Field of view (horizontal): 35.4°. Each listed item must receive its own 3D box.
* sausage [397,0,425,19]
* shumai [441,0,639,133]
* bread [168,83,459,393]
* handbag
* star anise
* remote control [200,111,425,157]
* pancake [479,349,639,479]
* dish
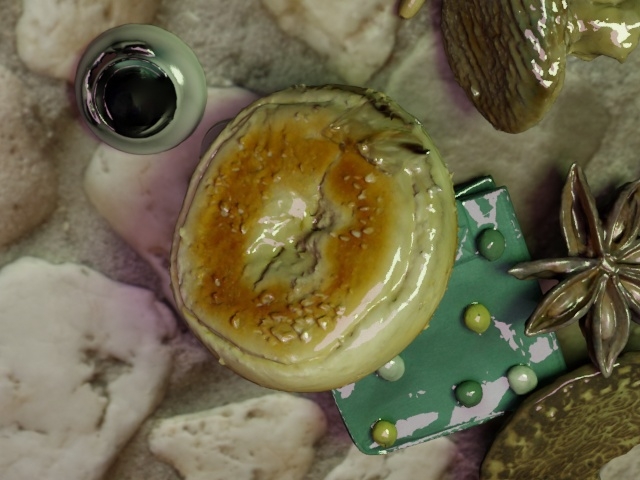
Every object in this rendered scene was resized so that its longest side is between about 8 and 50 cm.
[{"bbox_3d":[0.115,-0.283,1.010,0.024,0.024,0.132,24,108,-10],"label":"sausage"},{"bbox_3d":[0.217,-0.218,0.987,0.153,0.161,0.209,-14,92,-18],"label":"shumai"},{"bbox_3d":[0.000,0.000,0.982,0.306,0.159,0.305,-7,72,24],"label":"bread"},{"bbox_3d":[0.118,0.096,1.118,0.269,0.100,0.274,-19,111,7],"label":"handbag"},{"bbox_3d":[0.305,0.036,1.063,0.197,0.073,0.212,33,81,-6],"label":"star anise"},{"bbox_3d":[-0.007,-0.099,1.081,0.245,0.022,0.077,-3,113,1],"label":"remote control"},{"bbox_3d":[0.324,0.229,1.169,0.286,0.033,0.288,3,130,-23],"label":"pancake"},{"bbox_3d":[-0.190,-0.146,1.029,0.141,0.078,0.141,0,111,-1],"label":"dish"}]
